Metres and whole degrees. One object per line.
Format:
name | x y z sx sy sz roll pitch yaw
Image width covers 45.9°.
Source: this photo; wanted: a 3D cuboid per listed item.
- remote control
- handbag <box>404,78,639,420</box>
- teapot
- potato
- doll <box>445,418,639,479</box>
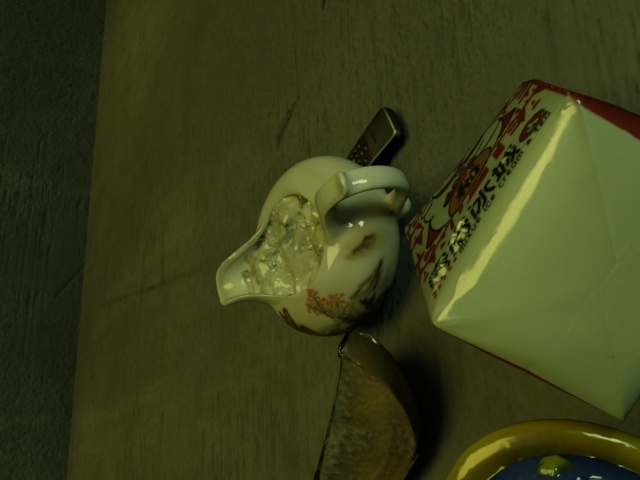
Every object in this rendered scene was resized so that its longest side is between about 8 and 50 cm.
remote control | 0.038 -0.071 0.934 0.212 0.028 0.059 -55 42 37
handbag | 0.168 -0.023 0.565 0.171 0.151 0.298 -61 5 16
teapot | 0.000 0.000 0.844 0.298 0.139 0.204 -44 53 42
potato | 0.055 0.198 0.785 0.120 0.100 0.261 -55 -20 -58
doll | 0.197 0.211 0.430 0.311 0.243 0.159 23 92 19
